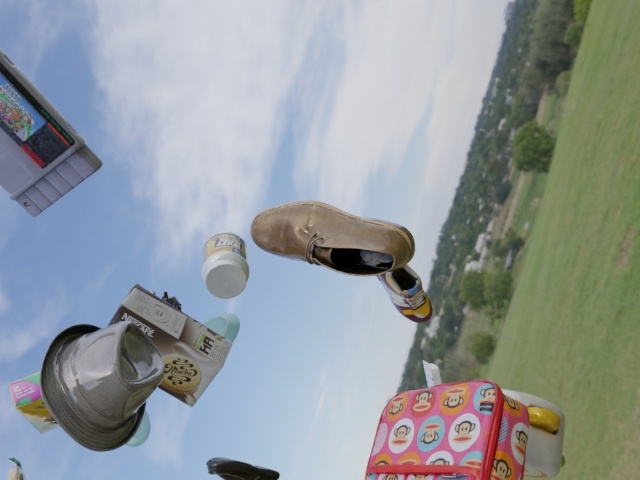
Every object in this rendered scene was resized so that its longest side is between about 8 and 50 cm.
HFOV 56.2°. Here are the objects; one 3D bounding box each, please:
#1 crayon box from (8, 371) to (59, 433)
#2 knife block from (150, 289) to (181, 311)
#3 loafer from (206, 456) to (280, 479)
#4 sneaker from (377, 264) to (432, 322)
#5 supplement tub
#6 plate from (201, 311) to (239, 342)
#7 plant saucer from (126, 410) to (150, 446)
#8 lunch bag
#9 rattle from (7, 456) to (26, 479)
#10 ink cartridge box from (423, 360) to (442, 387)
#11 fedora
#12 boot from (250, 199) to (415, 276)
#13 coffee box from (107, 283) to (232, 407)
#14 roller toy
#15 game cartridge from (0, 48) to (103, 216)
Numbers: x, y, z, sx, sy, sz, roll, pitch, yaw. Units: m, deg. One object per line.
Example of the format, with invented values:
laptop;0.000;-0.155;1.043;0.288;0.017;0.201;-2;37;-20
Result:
crayon box;-0.846;0.520;2.102;0.362;0.106;0.313;-21;-26;-20
knife block;-0.579;0.322;2.132;0.242;0.088;0.276;36;-93;-33
loafer;-0.195;0.604;1.518;0.220;0.080;0.079;28;-116;-33
sneaker;0.174;0.104;1.186;0.069;0.185;0.084;-44;23;-7
supplement tub;-0.291;0.075;1.841;0.200;0.144;0.145;-109;25;-61
plate;-0.344;0.298;1.915;0.024;0.188;0.188;59;-136;-36
plant saucer;-0.471;0.455;1.503;0.021;0.119;0.120;-11;-63;-70
lunch bag;0.207;0.385;1.033;0.293;0.120;0.258;-27;32;49
rattle;-0.808;0.670;1.691;0.130;0.142;0.199;67;165;-13
ink cartridge box;0.325;0.388;1.735;0.048;0.028;0.083;-170;67;-75
fedora;-0.388;0.250;1.142;0.124;0.244;0.275;-33;8;10
boot;0.000;0.000;1.027;0.115;0.305;0.113;-33;-53;-61
coffee box;-0.403;0.271;1.547;0.168;0.297;0.119;-52;10;21
roller toy;0.391;0.384;1.216;0.209;0.191;0.146;50;-130;-50
game cartridge;-0.647;-0.233;1.231;0.355;0.230;0.068;51;-149;-22
